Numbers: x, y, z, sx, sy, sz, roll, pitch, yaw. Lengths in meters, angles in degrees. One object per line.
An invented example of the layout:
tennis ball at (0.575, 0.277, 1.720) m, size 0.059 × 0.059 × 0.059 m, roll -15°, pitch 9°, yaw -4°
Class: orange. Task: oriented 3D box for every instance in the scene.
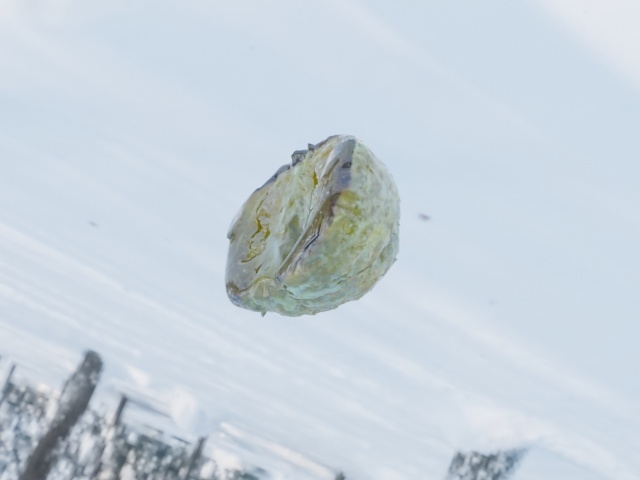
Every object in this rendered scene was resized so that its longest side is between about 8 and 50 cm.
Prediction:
orange at (0.000, 0.000, 1.662) m, size 0.210 × 0.271 × 0.368 m, roll 36°, pitch 145°, yaw -23°
